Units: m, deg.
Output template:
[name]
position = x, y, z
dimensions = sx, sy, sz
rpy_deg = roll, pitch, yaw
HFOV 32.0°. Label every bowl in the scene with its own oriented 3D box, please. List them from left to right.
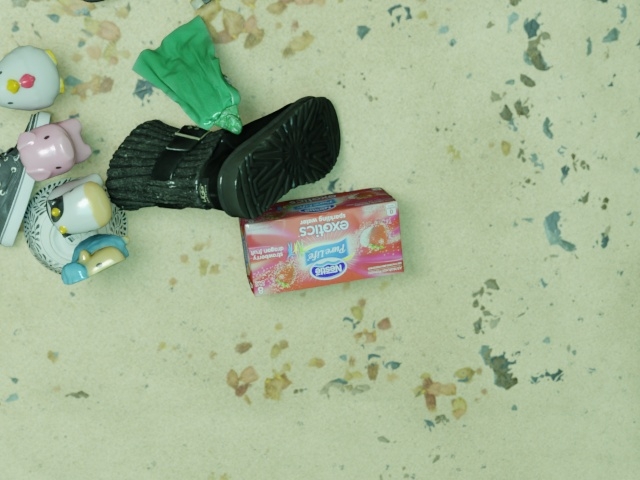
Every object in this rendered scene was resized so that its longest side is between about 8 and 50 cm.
[bowl]
position = -0.395, -0.012, 1.798
dimensions = 0.170, 0.080, 0.170
rpy_deg = -3, 105, -10

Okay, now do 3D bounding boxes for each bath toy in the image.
[bath toy]
position = -0.398, -0.115, 1.652
dimensions = 0.129, 0.151, 0.348
rpy_deg = -29, 104, -36

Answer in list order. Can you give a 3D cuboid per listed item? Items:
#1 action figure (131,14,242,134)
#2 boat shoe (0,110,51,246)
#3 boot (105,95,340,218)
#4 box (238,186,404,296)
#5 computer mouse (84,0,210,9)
[action figure]
position = -0.183, -0.236, 1.712
dimensions = 0.137, 0.232, 0.063
rpy_deg = -41, 144, 4
[boat shoe]
position = -0.490, -0.103, 1.765
dimensions = 0.076, 0.080, 0.228
rpy_deg = 18, 107, -15
[boot]
position = -0.149, -0.143, 1.774
dimensions = 0.260, 0.348, 0.131
rpy_deg = 5, 114, 32
[box]
position = 0.000, 0.000, 1.847
dimensions = 0.257, 0.122, 0.128
rpy_deg = -9, 106, -8
[computer mouse]
position = -0.259, -0.427, 1.735
dimensions = 0.262, 0.060, 0.184
rpy_deg = -37, 109, -7
